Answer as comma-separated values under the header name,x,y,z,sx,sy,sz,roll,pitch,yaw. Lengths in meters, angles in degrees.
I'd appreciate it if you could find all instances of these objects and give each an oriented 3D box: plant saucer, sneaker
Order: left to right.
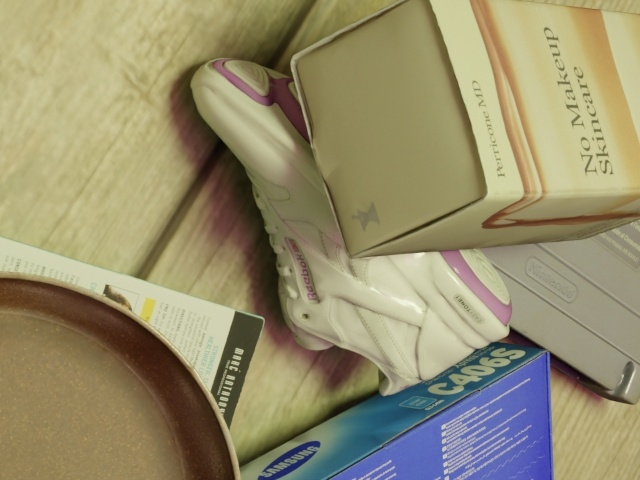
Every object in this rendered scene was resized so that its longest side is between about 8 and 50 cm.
name,x,y,z,sx,sy,sz,roll,pitch,yaw
plant saucer,-0.203,0.169,1.007,0.310,0.050,0.311,-2,97,-14
sneaker,0.000,0.000,1.213,0.152,0.114,0.305,-38,109,20

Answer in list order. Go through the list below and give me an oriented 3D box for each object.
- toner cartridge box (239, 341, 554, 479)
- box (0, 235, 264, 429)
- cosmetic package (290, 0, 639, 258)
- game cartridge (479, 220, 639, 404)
name,x,y,z,sx,sy,sz,roll,pitch,yaw
toner cartridge box,0.064,0.207,1.298,0.348,0.075,0.165,-21,111,-49
box,-0.157,0.067,1.128,0.244,0.060,0.101,21,85,-42
cosmetic package,0.136,-0.080,1.178,0.296,0.129,0.153,-6,76,-49
game cartridge,0.202,-0.024,1.428,0.355,0.068,0.230,32,73,-40
